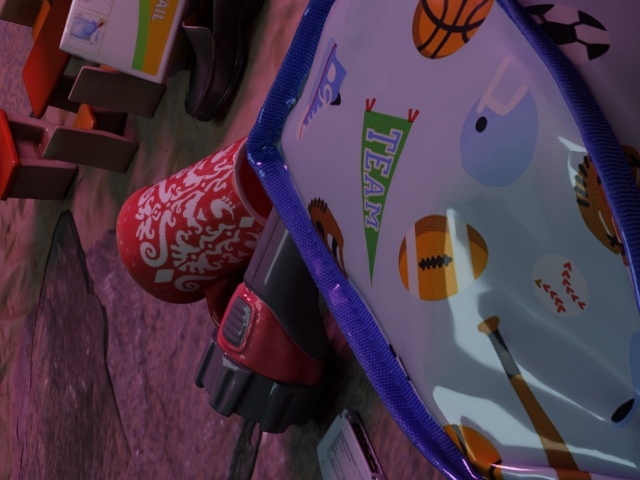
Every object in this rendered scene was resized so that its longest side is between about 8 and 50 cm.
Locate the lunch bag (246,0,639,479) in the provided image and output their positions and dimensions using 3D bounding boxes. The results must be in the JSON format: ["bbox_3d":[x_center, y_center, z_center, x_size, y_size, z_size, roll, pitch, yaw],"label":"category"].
[{"bbox_3d":[0.186,0.014,0.843,0.385,0.328,0.239,58,135,45],"label":"lunch bag"}]

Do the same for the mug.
[{"bbox_3d":[-0.071,-0.011,1.517,0.169,0.150,0.113,-29,22,48],"label":"mug"}]

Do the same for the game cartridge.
[{"bbox_3d":[0.023,0.178,1.370,0.056,0.017,0.083,-56,39,30],"label":"game cartridge"}]

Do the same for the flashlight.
[{"bbox_3d":[0.000,0.000,1.385,0.103,0.103,0.304,-66,0,-74],"label":"flashlight"}]

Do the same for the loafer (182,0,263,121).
[{"bbox_3d":[-0.101,-0.192,1.625,0.062,0.061,0.170,37,115,55],"label":"loafer"}]

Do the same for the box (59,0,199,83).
[{"bbox_3d":[-0.157,-0.264,1.655,0.114,0.103,0.203,-59,-12,-75],"label":"box"}]

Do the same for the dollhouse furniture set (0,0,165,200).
[{"bbox_3d":[-0.297,-0.167,1.869,0.259,0.135,0.262,-60,37,31],"label":"dollhouse furniture set"}]
